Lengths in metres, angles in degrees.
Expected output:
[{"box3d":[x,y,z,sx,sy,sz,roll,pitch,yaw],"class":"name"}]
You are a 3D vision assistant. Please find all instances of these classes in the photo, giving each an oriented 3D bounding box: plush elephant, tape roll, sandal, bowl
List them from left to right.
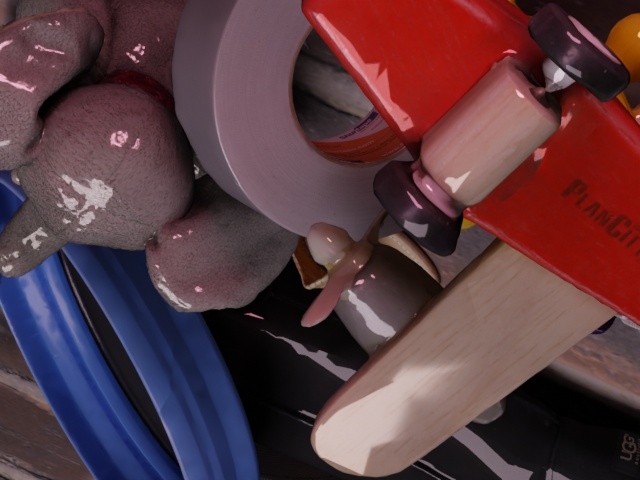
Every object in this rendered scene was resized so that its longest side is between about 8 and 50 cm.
[{"box3d":[-0.179,0.100,1.640,0.391,0.077,0.391,49,156,31],"class":"bowl"},{"box3d":[-0.140,-0.068,1.345,0.272,0.255,0.330,45,141,-7],"class":"plush elephant"},{"box3d":[-0.004,0.001,1.544,0.088,0.079,0.240,-15,130,47],"class":"sandal"},{"box3d":[0.015,-0.112,1.229,0.219,0.219,0.072,47,172,-30],"class":"tape roll"}]

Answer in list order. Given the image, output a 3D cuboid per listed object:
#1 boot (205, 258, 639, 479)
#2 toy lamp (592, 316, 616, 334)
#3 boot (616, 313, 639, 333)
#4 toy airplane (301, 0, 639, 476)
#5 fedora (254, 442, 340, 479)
[{"box3d":[0.071,0.224,1.722,0.445,0.146,0.367,22,131,-3],"class":"boot"},{"box3d":[0.279,0.035,1.404,0.275,0.080,0.080,1,140,30],"class":"toy lamp"},{"box3d":[0.248,0.059,1.306,0.095,0.123,0.258,-44,70,23],"class":"boot"},{"box3d":[0.175,-0.039,1.130,0.386,0.272,0.384,-8,125,-10],"class":"toy airplane"},{"box3d":[-0.059,0.256,1.868,0.275,0.244,0.124,15,118,21],"class":"fedora"}]
